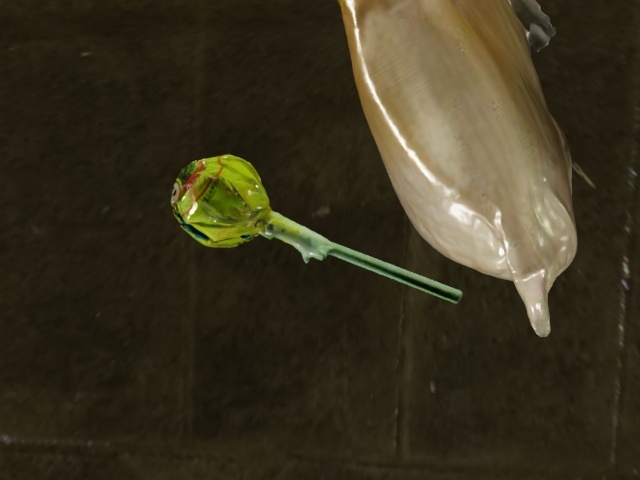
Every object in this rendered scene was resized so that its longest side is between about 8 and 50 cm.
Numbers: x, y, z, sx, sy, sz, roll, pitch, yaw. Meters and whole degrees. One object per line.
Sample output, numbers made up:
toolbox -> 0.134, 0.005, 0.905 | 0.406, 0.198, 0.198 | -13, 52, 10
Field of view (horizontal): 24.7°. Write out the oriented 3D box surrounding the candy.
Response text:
candy -> 0.000, 0.000, 0.908 | 0.194, 0.062, 0.058 | 22, 97, -7

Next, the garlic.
garlic -> 0.046, -0.034, 0.496 | 0.066, 0.084, 0.152 | -28, 78, 34
